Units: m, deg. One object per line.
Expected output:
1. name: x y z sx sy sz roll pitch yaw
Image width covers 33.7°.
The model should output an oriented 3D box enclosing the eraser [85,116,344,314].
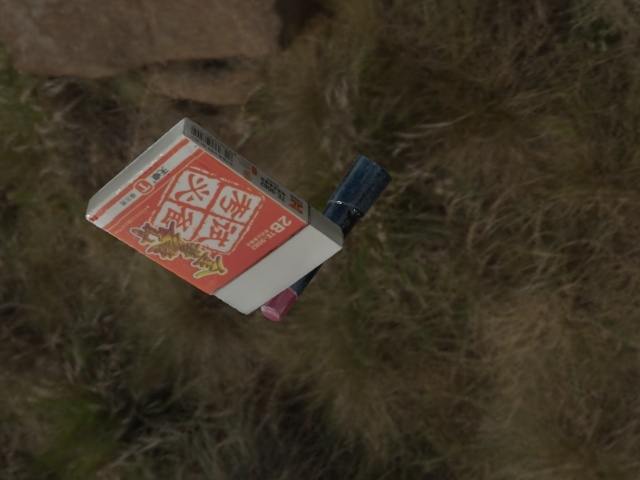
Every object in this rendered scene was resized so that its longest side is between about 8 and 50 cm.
1. eraser: -0.109 -0.018 1.128 0.157 0.230 0.038 -36 37 28

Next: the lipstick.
1. lipstick: 0.000 0.000 1.327 0.053 0.053 0.234 34 84 27
